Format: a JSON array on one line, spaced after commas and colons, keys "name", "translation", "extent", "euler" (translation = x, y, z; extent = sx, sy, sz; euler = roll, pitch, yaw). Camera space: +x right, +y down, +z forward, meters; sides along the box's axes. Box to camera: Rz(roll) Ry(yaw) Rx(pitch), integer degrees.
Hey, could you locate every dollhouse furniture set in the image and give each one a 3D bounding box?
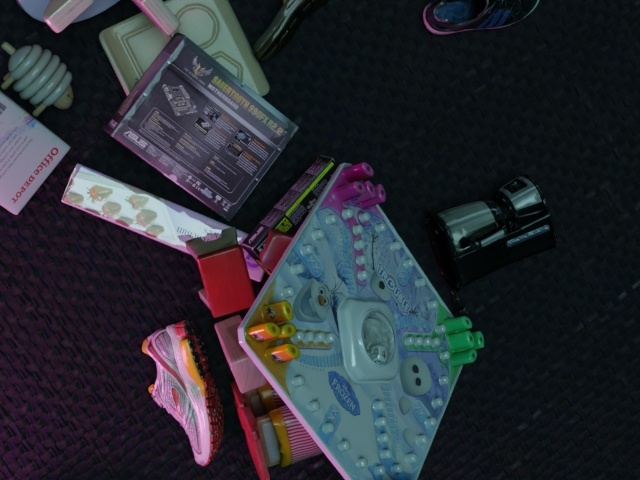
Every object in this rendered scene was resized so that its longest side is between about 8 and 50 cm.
[{"name": "dollhouse furniture set", "translation": [-0.044, 0.158, 1.637], "extent": [0.201, 0.152, 0.374], "euler": [-18, 120, -9]}]

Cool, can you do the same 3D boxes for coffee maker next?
[{"name": "coffee maker", "translation": [0.274, 0.000, 1.789], "extent": [0.178, 0.120, 0.171], "euler": [-21, 135, -9]}]

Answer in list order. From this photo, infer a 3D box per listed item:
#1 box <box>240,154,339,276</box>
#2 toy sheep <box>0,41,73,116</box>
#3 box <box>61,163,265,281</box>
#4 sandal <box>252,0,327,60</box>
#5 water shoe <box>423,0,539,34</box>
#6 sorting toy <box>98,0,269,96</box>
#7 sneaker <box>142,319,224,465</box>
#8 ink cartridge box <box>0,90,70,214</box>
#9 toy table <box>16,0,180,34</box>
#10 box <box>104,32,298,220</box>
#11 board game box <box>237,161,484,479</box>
[{"name": "box", "translation": [0.000, 0.000, 1.719], "extent": [0.191, 0.045, 0.184], "euler": [-49, 119, -13]}, {"name": "toy sheep", "translation": [-0.416, -0.241, 1.645], "extent": [0.132, 0.091, 0.091], "euler": [41, 84, -29]}, {"name": "box", "translation": [-0.230, -0.026, 1.701], "extent": [0.324, 0.067, 0.063], "euler": [23, 87, -11]}, {"name": "sandal", "translation": [-0.038, -0.372, 1.727], "extent": [0.060, 0.090, 0.219], "euler": [40, 91, 12]}, {"name": "water shoe", "translation": [0.266, -0.369, 1.778], "extent": [0.203, 0.080, 0.073], "euler": [-18, 96, -10]}, {"name": "sorting toy", "translation": [-0.206, -0.270, 1.713], "extent": [0.208, 0.038, 0.193], "euler": [-28, 98, -13]}, {"name": "sneaker", "translation": [-0.208, 0.236, 1.717], "extent": [0.092, 0.088, 0.225], "euler": [-14, 95, 10]}, {"name": "ink cartridge box", "translation": [-0.472, -0.146, 1.590], "extent": [0.176, 0.127, 0.128], "euler": [42, 84, -32]}, {"name": "toy table", "translation": [-0.305, -0.409, 1.590], "extent": [0.252, 0.161, 0.274], "euler": [35, 93, -37]}, {"name": "box", "translation": [-0.176, -0.167, 1.676], "extent": [0.231, 0.056, 0.183], "euler": [36, 89, -26]}, {"name": "board game box", "translation": [0.082, 0.140, 1.611], "extent": [0.390, 0.050, 0.390], "euler": [54, 42, -23]}]
